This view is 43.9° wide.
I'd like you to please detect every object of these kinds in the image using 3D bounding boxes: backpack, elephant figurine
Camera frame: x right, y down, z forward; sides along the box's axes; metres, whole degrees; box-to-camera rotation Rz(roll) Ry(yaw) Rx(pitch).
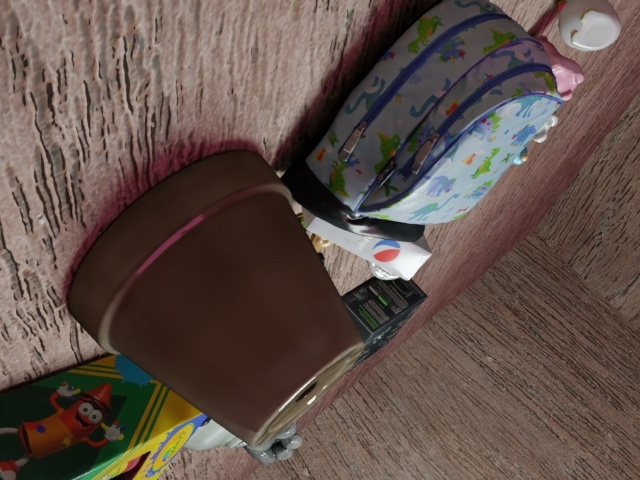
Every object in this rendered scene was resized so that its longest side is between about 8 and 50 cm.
[{"bbox_3d":[0.158,-0.162,1.113,0.290,0.273,0.355,7,116,-52],"label":"backpack"},{"bbox_3d":[-0.153,0.463,2.119,0.169,0.239,0.186,-24,132,0],"label":"elephant figurine"}]

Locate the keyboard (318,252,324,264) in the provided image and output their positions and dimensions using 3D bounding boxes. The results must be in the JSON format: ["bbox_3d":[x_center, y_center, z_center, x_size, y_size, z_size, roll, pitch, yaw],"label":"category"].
[{"bbox_3d":[-0.025,0.086,1.655,0.108,0.023,0.180,-36,163,-27],"label":"keyboard"}]

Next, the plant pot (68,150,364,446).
[{"bbox_3d":[-0.103,0.095,1.019,0.323,0.280,0.323,-40,165,-13],"label":"plant pot"}]

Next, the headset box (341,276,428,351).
[{"bbox_3d":[0.117,0.229,2.166,0.283,0.131,0.246,-28,158,-44],"label":"headset box"}]

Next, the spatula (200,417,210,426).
[{"bbox_3d":[-0.255,0.338,1.530,0.084,0.030,0.296,-22,178,-21],"label":"spatula"}]

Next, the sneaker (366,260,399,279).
[{"bbox_3d":[0.117,-0.092,1.387,0.126,0.127,0.321,-2,127,-11],"label":"sneaker"}]

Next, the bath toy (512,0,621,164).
[{"bbox_3d":[0.418,-0.319,1.512,0.348,0.151,0.129,-57,-162,33],"label":"bath toy"}]

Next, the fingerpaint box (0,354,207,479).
[{"bbox_3d":[-0.424,0.389,1.197,0.445,0.163,0.371,-51,162,26],"label":"fingerpaint box"}]

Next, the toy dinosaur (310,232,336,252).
[{"bbox_3d":[0.000,0.000,1.411,0.112,0.064,0.211,-19,149,-57],"label":"toy dinosaur"}]

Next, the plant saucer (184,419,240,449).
[{"bbox_3d":[-0.156,0.381,1.858,0.400,0.100,0.400,-39,171,-7],"label":"plant saucer"}]

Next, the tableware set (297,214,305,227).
[{"bbox_3d":[-0.063,0.010,1.361,0.154,0.024,0.104,-42,164,-8],"label":"tableware set"}]

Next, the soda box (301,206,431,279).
[{"bbox_3d":[0.076,-0.017,1.309,0.216,0.074,0.069,26,117,-25],"label":"soda box"}]
